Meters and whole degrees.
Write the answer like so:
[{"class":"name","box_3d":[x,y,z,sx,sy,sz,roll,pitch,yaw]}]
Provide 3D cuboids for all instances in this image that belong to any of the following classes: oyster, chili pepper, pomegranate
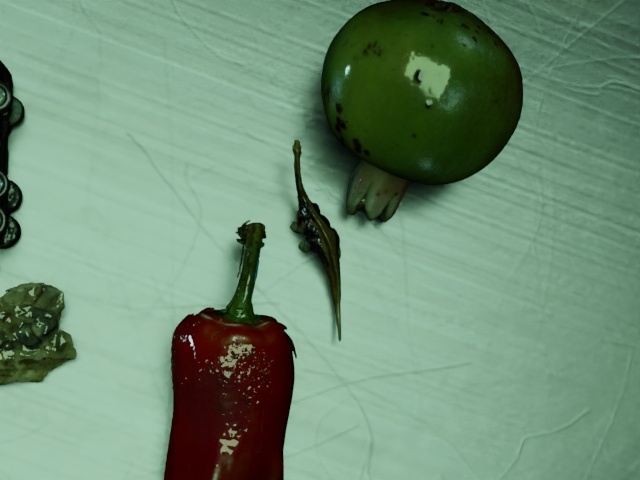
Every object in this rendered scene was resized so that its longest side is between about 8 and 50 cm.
[{"class":"oyster","box_3d":[-0.303,0.101,1.347,0.200,0.061,0.106,-36,89,-11]},{"class":"chili pepper","box_3d":[-0.082,0.176,1.342,0.110,0.110,0.387,6,92,-7]},{"class":"pomegranate","box_3d":[0.078,-0.110,1.387,0.180,0.180,0.210,21,109,-4]}]

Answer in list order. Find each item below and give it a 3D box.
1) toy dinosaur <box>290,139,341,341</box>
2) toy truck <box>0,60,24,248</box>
[{"class":"toy dinosaur","box_3d":[-0.003,-0.002,1.414,0.037,0.058,0.180,-23,98,-3]},{"class":"toy truck","box_3d":[-0.307,-0.053,1.368,0.088,0.074,0.202,0,82,1]}]
